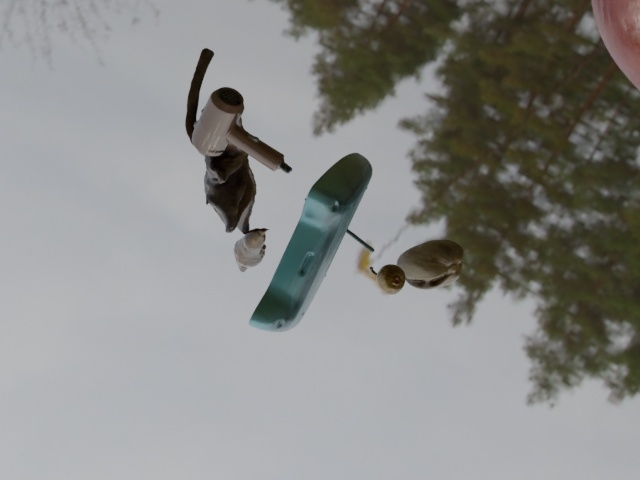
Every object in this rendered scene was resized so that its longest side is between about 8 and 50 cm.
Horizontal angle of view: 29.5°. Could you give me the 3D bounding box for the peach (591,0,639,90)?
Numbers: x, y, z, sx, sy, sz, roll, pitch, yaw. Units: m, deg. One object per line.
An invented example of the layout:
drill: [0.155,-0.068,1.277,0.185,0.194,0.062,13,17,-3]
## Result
peach: [0.462,-0.314,1.358,0.370,0.370,0.370,23,-159,-9]

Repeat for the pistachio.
pistachio: [0.233,0.049,2.594,0.149,0.113,0.113,-1,-173,29]

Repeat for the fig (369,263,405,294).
fig: [0.108,0.060,2.009,0.050,0.050,0.083,14,-175,-29]

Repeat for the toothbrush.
toothbrush: [0.037,-0.032,2.292,0.167,0.014,0.011,39,-162,11]

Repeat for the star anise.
star anise: [-0.185,-0.168,2.245,0.109,0.349,0.292,-12,-163,-6]

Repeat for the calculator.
calculator: [0.000,0.000,1.679,0.054,0.256,0.386,26,-168,3]

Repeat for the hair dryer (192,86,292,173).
hair dryer: [-0.122,-0.171,2.062,0.182,0.117,0.064,32,-139,0]

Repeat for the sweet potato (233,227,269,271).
sweet potato: [-0.135,0.019,2.348,0.067,0.067,0.274,25,164,-4]
